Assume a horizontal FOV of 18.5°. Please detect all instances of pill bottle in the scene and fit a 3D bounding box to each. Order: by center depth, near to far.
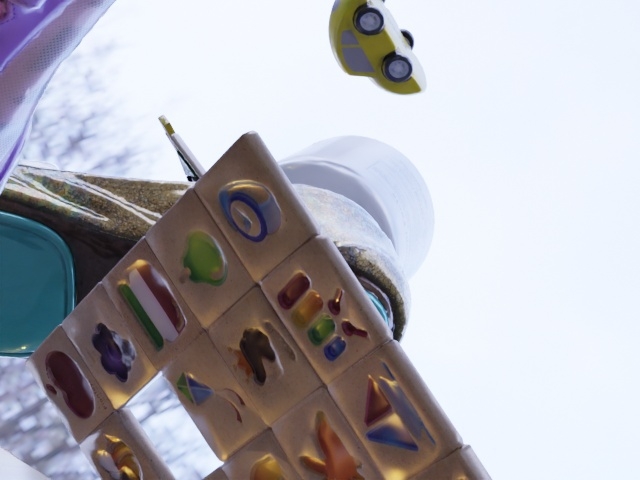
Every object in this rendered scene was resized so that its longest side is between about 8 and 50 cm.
[{"bbox_3d":[0.000,0.000,1.410,0.131,0.229,0.131,2,-80,13],"label":"pill bottle"}]

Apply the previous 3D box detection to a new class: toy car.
[{"bbox_3d":[-0.014,-0.210,1.380,0.053,0.225,0.239,-26,-101,16],"label":"toy car"}]

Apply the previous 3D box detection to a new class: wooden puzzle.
[{"bbox_3d":[-0.091,-0.042,1.518,0.014,0.078,0.116,-34,-131,-7],"label":"wooden puzzle"}]

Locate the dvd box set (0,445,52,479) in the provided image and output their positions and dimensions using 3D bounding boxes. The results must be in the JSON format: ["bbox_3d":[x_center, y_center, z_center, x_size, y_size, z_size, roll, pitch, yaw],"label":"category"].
[{"bbox_3d":[-0.185,0.062,0.374,0.420,0.307,0.062,21,-81,50],"label":"dvd box set"}]

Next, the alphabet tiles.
[{"bbox_3d":[-0.003,0.103,0.678,0.237,0.009,0.198,56,-38,6],"label":"alphabet tiles"}]

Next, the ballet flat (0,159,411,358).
[{"bbox_3d":[-0.123,0.006,1.085,0.348,0.123,0.123,7,-70,-4],"label":"ballet flat"}]

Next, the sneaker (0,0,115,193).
[{"bbox_3d":[-0.113,-0.085,0.649,0.095,0.104,0.236,40,-94,-5],"label":"sneaker"}]
